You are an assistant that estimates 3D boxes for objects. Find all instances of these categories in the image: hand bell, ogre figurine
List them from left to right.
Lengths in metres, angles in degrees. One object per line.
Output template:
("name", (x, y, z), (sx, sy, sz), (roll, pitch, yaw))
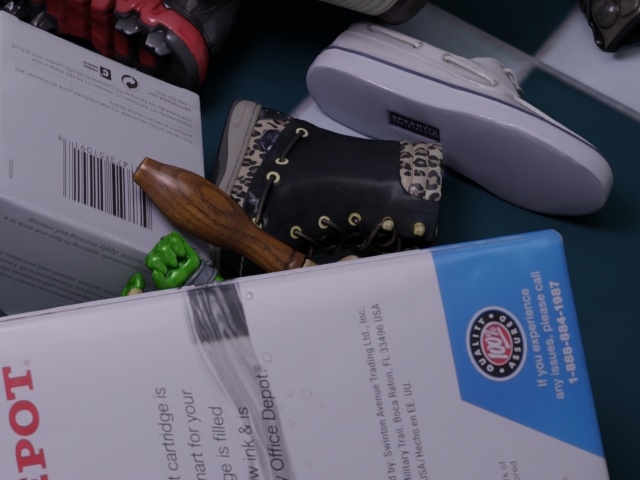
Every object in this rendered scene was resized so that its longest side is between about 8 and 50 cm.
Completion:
("ogre figurine", (-0.103, 0.106, 1.348), (0.118, 0.097, 0.197), (26, 78, -12))
("hand bell", (-0.029, 0.017, 1.376), (0.242, 0.126, 0.126), (33, 53, -8))

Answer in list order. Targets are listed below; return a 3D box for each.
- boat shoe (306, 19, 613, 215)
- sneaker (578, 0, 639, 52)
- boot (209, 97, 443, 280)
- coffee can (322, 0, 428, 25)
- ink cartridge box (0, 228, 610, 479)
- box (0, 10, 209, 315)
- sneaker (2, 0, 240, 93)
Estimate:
("boat shoe", (0.122, -0.106, 1.566), (0.267, 0.096, 0.088), (21, 57, 23))
("sneaker", (0.235, -0.245, 1.685), (0.227, 0.087, 0.130), (29, 48, 11))
("boot", (0.000, -0.002, 1.476), (0.178, 0.085, 0.236), (9, 53, -1))
("coffee can", (-0.038, -0.304, 1.540), (0.275, 0.201, 0.202), (14, 49, -20))
("ink cartridge box", (-0.029, 0.170, 1.214), (0.394, 0.166, 0.286), (-8, 83, -11))
("box", (-0.188, -0.041, 1.420), (0.181, 0.119, 0.182), (22, 44, -31))
("sneaker", (-0.183, -0.227, 1.631), (0.276, 0.098, 0.135), (32, 56, 17))
